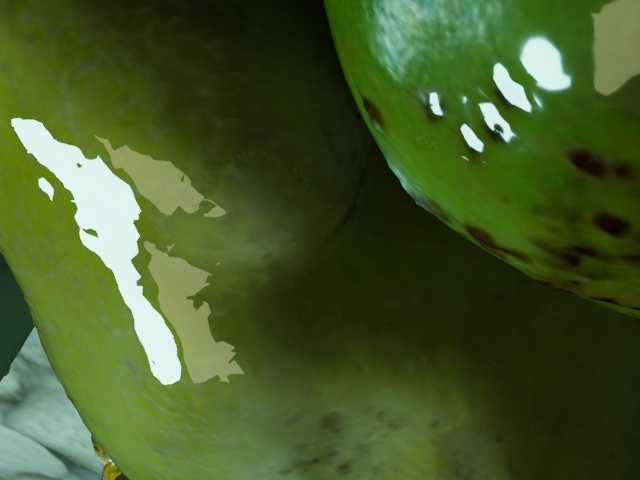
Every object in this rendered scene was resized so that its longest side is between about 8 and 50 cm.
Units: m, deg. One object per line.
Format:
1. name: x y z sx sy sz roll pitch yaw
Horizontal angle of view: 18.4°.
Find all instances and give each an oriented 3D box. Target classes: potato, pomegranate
1. potato: 0.003 0.000 0.687 0.202 0.218 0.351 -29 130 26
2. pomegranate: 0.075 -0.112 0.511 0.286 0.231 0.231 41 147 2

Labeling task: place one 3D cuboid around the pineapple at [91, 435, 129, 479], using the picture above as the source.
1. pineapple: -0.040 0.125 0.978 0.233 0.135 0.079 -5 133 43

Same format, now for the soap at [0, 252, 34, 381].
1. soap: -0.183 -0.004 0.798 0.094 0.261 0.150 -18 125 45
